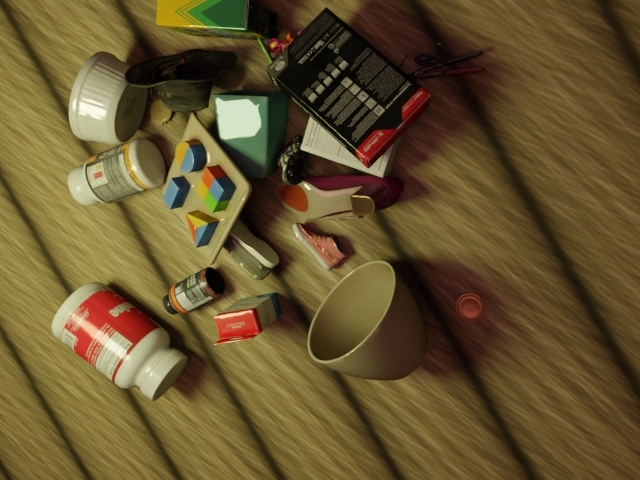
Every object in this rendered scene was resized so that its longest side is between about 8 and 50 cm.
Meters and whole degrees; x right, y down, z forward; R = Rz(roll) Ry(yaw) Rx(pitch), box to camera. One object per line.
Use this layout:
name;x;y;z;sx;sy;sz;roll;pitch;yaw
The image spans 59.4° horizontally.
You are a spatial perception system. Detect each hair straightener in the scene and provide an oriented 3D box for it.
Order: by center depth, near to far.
hair straightener;0.316;-0.480;1.498;0.230;0.047;0.089;-3;99;22

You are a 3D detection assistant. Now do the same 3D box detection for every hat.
hat;-0.387;-0.442;1.604;0.331;0.331;0.134;3;124;16

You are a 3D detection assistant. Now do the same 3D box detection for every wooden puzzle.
wooden puzzle;-0.360;-0.147;1.641;0.348;0.080;0.322;54;132;23

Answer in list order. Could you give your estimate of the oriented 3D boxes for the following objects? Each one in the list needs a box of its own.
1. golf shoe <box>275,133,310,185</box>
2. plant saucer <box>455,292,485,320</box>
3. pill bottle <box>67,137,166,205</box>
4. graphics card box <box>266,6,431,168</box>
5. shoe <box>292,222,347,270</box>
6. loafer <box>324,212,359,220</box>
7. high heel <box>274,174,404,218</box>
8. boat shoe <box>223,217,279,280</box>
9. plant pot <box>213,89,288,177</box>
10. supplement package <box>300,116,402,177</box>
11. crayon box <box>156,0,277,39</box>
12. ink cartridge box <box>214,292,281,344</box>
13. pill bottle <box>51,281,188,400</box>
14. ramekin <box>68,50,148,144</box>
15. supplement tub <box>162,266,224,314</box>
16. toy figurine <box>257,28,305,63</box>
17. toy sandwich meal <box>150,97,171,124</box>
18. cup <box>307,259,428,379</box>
golf shoe;-0.086;-0.214;1.606;0.093;0.198;0.077;-26;123;32
plant saucer;0.428;0.191;1.604;0.083;0.013;0.084;4;102;16
pill bottle;-0.645;-0.209;1.776;0.278;0.162;0.162;-15;96;19
graphics card box;0.069;-0.390;1.438;0.371;0.094;0.233;43;89;11
shoe;0.000;0.000;1.675;0.081;0.063;0.178;-39;93;18
loafer;0.055;-0.071;1.653;0.125;0.045;0.039;-8;116;15
high heel;0.050;-0.141;1.638;0.377;0.181;0.127;14;121;34
boat shoe;-0.264;-0.003;1.727;0.305;0.109;0.091;43;115;9
plant pot;-0.194;-0.307;1.623;0.165;0.166;0.235;6;110;16
supplement package;0.090;-0.280;1.551;0.244;0.134;0.139;21;105;12
crayon box;-0.309;-0.622;1.572;0.322;0.203;0.083;10;104;15
ink cartridge box;-0.225;0.234;1.696;0.134;0.231;0.078;-12;97;18
pill bottle;-0.651;0.336;1.848;0.407;0.229;0.229;35;108;8
ramekin;-0.624;-0.414;1.684;0.127;0.273;0.273;19;106;1
supplement tub;-0.413;0.169;1.809;0.197;0.106;0.106;-27;92;21
toy figurine;-0.063;-0.525;1.562;0.159;0.130;0.173;-29;114;8
toy sandwich meal;-0.498;-0.404;1.765;0.085;0.029;0.086;2;96;16
cup;0.162;0.255;1.566;0.237;0.331;0.331;39;111;-21
